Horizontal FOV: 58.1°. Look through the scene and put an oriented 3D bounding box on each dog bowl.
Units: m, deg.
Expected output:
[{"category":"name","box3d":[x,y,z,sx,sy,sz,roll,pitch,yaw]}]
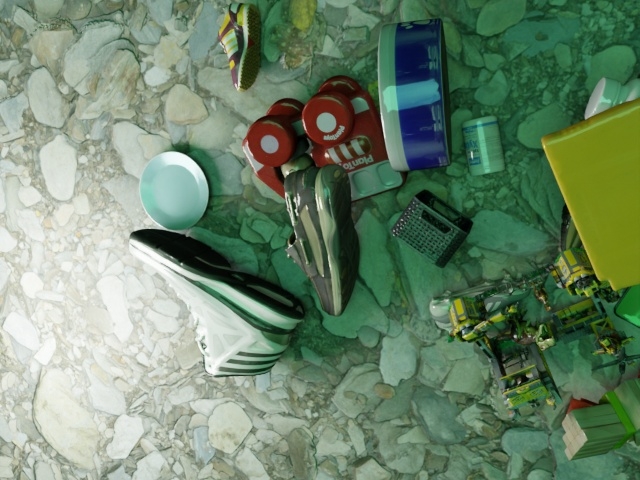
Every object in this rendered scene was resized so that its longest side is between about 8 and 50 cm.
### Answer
[{"category":"dog bowl","box3d":[0.179,-0.262,1.052,0.104,0.265,0.265,-3,98,15]}]

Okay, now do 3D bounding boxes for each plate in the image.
[{"category":"plate","box3d":[-0.346,-0.118,1.373,0.188,0.024,0.188,3,100,16]}]

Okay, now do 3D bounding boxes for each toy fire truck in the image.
[{"category":"toy fire truck","box3d":[0.001,-0.177,1.192,0.301,0.169,0.254,-18,112,21]}]

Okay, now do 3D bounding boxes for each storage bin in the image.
[{"category":"storage bin","box3d":[0.220,-0.027,1.124,0.122,0.180,0.084,36,109,9]}]

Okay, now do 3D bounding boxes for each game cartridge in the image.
[{"category":"game cartridge","box3d":[0.540,-0.092,0.859,0.323,0.053,0.286,-21,106,26]}]

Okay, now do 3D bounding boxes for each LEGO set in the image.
[{"category":"LEGO set","box3d":[0.412,0.188,1.052,0.331,0.192,0.255,-22,129,15]}]

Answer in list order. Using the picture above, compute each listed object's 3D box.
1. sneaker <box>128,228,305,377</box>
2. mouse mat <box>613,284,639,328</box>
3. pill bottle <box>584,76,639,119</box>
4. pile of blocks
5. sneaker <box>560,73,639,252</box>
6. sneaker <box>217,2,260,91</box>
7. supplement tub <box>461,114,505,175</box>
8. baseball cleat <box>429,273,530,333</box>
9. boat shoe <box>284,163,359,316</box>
[{"category":"sneaker","box3d":[-0.282,0.165,1.325,0.447,0.169,0.258,28,105,9]},{"category":"mouse mat","box3d":[0.684,0.123,1.095,0.189,0.007,0.153,30,107,10]},{"category":"pill bottle","box3d":[0.511,-0.196,0.897,0.169,0.094,0.094,19,105,7]},{"category":"pile of blocks","box3d":[0.629,0.306,1.107,0.361,0.149,0.113,-23,49,11]},{"category":"sneaker","box3d":[0.569,-0.129,1.003,0.182,0.158,0.411,31,108,15]},{"category":"sneaker","box3d":[-0.181,-0.417,1.251,0.083,0.069,0.186,9,96,25]},{"category":"supplement tub","box3d":[0.318,-0.185,1.124,0.070,0.071,0.107,-10,95,19]},{"category":"baseball cleat","box3d":[0.333,0.139,1.187,0.205,0.072,0.110,-12,111,21]},{"category":"boat shoe","box3d":[0.000,0.000,1.198,0.130,0.132,0.356,8,123,22]}]
